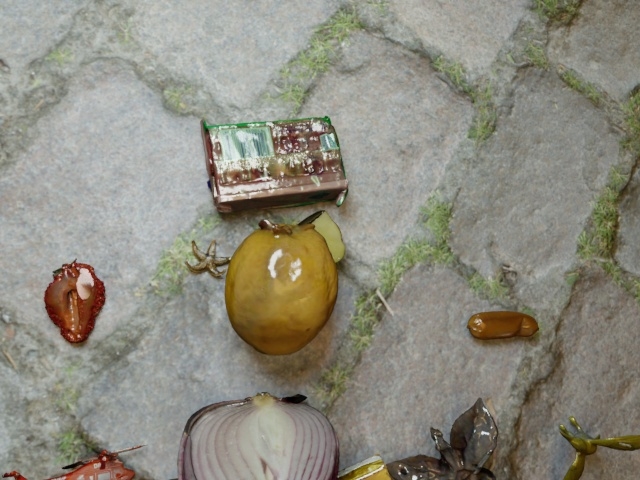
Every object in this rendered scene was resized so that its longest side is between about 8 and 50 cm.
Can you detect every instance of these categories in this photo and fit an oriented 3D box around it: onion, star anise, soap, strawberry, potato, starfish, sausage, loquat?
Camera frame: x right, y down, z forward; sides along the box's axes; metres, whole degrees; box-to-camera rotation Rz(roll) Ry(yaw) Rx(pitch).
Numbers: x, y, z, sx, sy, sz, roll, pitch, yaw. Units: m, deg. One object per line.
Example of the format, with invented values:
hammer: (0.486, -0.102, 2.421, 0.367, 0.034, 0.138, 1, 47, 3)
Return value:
onion: (-0.096, 0.405, 0.656, 0.266, 0.349, 0.159, 5, 105, -9)
star anise: (0.257, 0.461, 0.826, 0.257, 0.110, 0.199, -30, 100, -12)
soap: (-0.092, -0.157, 0.842, 0.272, 0.098, 0.218, -9, 84, -14)
strawberry: (-0.441, 0.107, 0.752, 0.103, 0.048, 0.152, -10, 81, -10)
potato: (0.000, 0.000, 0.858, 0.096, 0.066, 0.103, -33, 100, 9)
starfish: (-0.222, 0.035, 0.821, 0.091, 0.028, 0.078, 45, 70, 0)
sausage: (0.399, 0.185, 0.926, 0.182, 0.054, 0.062, -1, 114, -15)
loquat: (-0.071, 0.083, 0.751, 0.192, 0.238, 0.239, 6, 81, -18)

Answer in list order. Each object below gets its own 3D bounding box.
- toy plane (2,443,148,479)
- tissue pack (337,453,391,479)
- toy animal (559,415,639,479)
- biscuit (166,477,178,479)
toy plane: (-0.383, 0.380, 0.672, 0.126, 0.194, 0.077, -17, 63, 9)
tissue pack: (0.044, 0.525, 0.765, 0.225, 0.092, 0.184, -21, 83, -7)
toy animal: (0.553, 0.433, 0.907, 0.155, 0.095, 0.219, 38, 107, -5)
biscuit: (-0.225, 0.560, 0.733, 0.273, 0.049, 0.257, 41, 78, -3)
